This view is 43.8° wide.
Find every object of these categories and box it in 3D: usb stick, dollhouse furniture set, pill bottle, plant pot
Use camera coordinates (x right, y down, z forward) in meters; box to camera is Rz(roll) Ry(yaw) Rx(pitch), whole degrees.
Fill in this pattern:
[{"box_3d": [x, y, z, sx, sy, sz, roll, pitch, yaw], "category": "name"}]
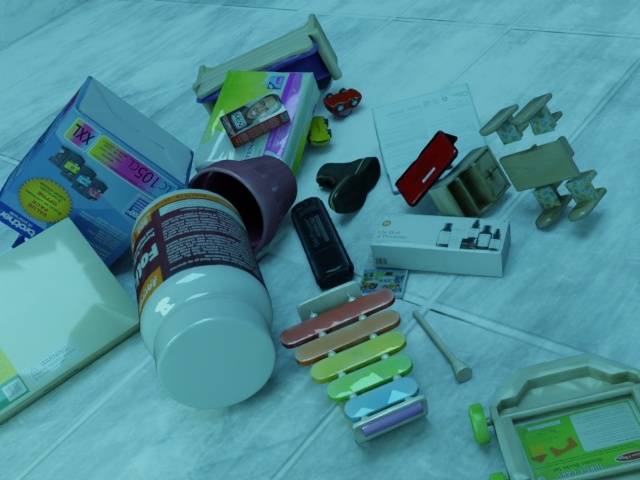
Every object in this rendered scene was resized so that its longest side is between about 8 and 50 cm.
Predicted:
[{"box_3d": [0.000, 0.000, 1.581, 0.077, 0.045, 0.278, -26, 36, 2], "category": "usb stick"}, {"box_3d": [0.345, -0.111, 1.446, 0.161, 0.212, 0.242, -43, 16, -32], "category": "dollhouse furniture set"}, {"box_3d": [-0.209, 0.093, 1.397, 0.224, 0.224, 0.392, -21, 35, -4], "category": "pill bottle"}, {"box_3d": [-0.148, -0.087, 1.654, 0.201, 0.201, 0.180, 7, 27, 30], "category": "plant pot"}]

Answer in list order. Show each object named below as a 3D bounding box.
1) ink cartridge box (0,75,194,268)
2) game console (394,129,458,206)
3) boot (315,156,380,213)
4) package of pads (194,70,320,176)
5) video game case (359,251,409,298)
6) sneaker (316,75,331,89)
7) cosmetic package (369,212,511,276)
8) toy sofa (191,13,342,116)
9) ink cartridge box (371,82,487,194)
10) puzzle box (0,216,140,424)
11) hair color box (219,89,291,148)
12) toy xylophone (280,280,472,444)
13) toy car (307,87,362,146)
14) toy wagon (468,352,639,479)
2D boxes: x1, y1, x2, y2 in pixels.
[{"box_3d": [-0.488, -0.100, 1.656, 0.395, 0.270, 0.151, -40, 27, 28], "category": "ink cartridge box"}, {"box_3d": [0.225, -0.137, 1.574, 0.144, 0.085, 0.124, -52, 36, 20], "category": "game console"}, {"box_3d": [0.031, -0.113, 1.705, 0.137, 0.077, 0.198, 0, 26, 31], "category": "boot"}, {"box_3d": [-0.149, -0.258, 1.847, 0.229, 0.101, 0.297, 5, 62, 18], "category": "package of pads"}, {"box_3d": [0.120, 0.063, 1.474, 0.087, 0.011, 0.122, -2, 39, 20], "category": "video game case"}, {"box_3d": [-0.021, -0.469, 2.205, 0.082, 0.069, 0.209, -42, 36, 31], "category": "sneaker"}, {"box_3d": [0.219, 0.004, 1.453, 0.239, 0.060, 0.099, 4, 39, 21], "category": "cosmetic package"}, {"box_3d": [-0.137, -0.416, 2.045, 0.362, 0.150, 0.177, -21, 38, 15], "category": "toy sofa"}, {"box_3d": [0.240, -0.214, 1.725, 0.223, 0.045, 0.224, -13, 65, 7], "category": "ink cartridge box"}, {"box_3d": [-0.572, 0.165, 1.487, 0.409, 0.052, 0.272, -34, 74, -22], "category": "puzzle box"}, {"box_3d": [-0.145, -0.269, 1.767, 0.141, 0.043, 0.072, -27, 58, -3], "category": "hair color box"}, {"box_3d": [0.089, 0.182, 1.271, 0.236, 0.081, 0.323, -27, 37, -12], "category": "toy xylophone"}, {"box_3d": [-0.038, -0.316, 1.972, 0.225, 0.053, 0.239, 18, 46, 18], "category": "toy car"}, {"box_3d": [0.349, 0.289, 1.029, 0.267, 0.068, 0.344, -15, 37, 6], "category": "toy wagon"}]
